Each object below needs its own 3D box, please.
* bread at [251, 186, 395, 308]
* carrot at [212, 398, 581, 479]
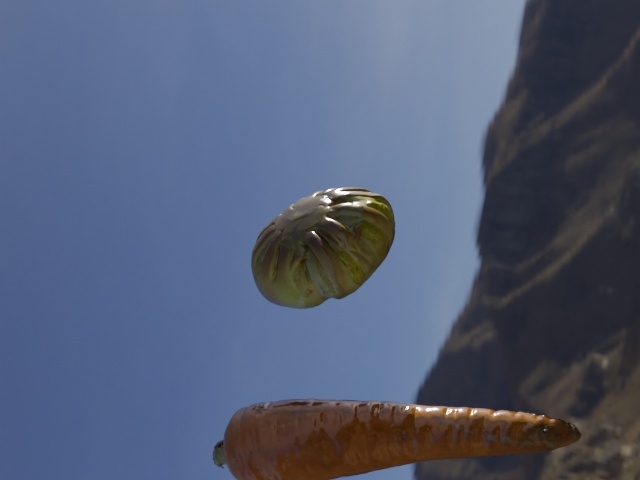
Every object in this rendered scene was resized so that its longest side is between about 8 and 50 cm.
[{"bbox_3d":[0.000,0.000,1.777,0.104,0.213,0.213,53,-142,-24],"label":"bread"},{"bbox_3d":[0.044,0.133,0.895,0.061,0.257,0.061,-6,-90,-74],"label":"carrot"}]
